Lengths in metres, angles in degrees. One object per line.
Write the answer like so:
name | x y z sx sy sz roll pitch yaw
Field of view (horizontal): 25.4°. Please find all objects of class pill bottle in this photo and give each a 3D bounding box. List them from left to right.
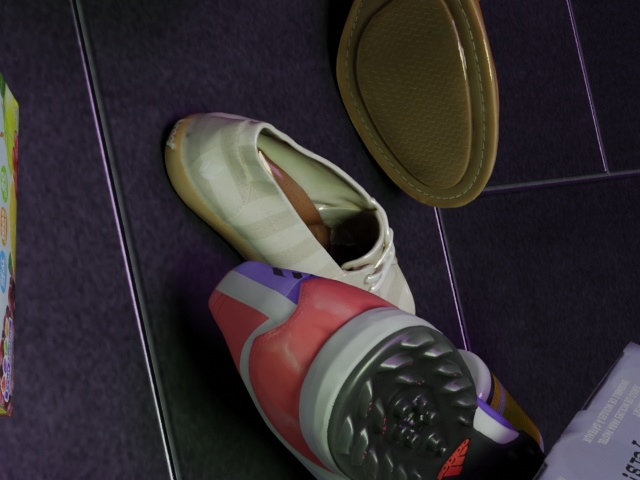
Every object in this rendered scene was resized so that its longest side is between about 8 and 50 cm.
pill bottle | 0.103 0.127 0.909 0.116 0.065 0.065 49 42 -35

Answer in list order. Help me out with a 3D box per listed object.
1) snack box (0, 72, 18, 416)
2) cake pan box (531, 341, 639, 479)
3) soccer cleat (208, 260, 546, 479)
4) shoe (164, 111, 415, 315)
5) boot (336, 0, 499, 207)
snack box | -0.147 -0.007 0.561 0.100 0.037 0.141 88 -1 -74
cake pan box | 0.134 0.216 0.809 0.267 0.070 0.245 -37 147 -55
soccer cleat | 0.042 0.112 0.796 0.108 0.116 0.318 -49 144 -10
shoe | 0.000 0.000 0.804 0.219 0.058 0.076 42 46 -41
boot | 0.083 -0.175 0.976 0.220 0.109 0.283 -26 93 -61
